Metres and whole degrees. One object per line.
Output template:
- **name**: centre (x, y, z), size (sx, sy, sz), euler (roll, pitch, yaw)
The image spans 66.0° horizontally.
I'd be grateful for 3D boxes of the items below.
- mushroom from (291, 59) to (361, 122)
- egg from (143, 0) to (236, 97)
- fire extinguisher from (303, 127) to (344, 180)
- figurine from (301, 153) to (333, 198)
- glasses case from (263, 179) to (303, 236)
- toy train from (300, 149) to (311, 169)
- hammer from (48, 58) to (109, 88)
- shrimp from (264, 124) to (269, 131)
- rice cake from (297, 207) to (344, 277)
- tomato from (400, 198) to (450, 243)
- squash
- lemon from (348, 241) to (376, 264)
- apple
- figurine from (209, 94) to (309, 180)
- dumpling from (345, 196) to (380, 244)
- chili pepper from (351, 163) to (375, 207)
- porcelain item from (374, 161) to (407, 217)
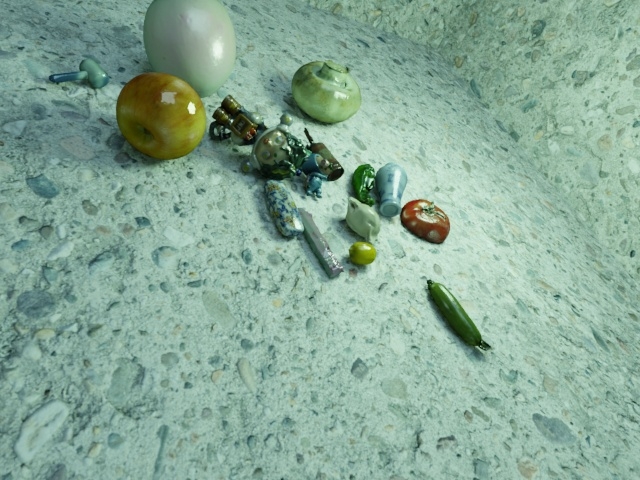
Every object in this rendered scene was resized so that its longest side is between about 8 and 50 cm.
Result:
- **mushroom**: centre (0.032, -0.701, 2.288), size (0.352, 0.260, 0.352), euler (15, 38, -12)
- **egg**: centre (-0.495, -0.719, 1.909), size (0.355, 0.354, 0.339), euler (0, 66, -34)
- **fire extinguisher**: centre (0.007, -0.367, 2.034), size (0.075, 0.106, 0.252), euler (-21, 61, -23)
- **figurine**: centre (-0.004, -0.252, 1.878), size (0.114, 0.145, 0.178), euler (24, 62, -45)
- **glasses case**: centre (-0.131, -0.115, 1.705), size (0.087, 0.065, 0.248), euler (-2, 50, -32)
- **toy train**: centre (-0.104, -0.349, 1.975), size (0.171, 0.071, 0.111), euler (25, 32, -9)
- **hammer**: centre (-0.853, -0.578, 1.727), size (0.116, 0.069, 0.194), euler (46, 45, 16)
- **shrimp**: centre (-0.266, -0.448, 1.927), size (0.188, 0.132, 0.051), euler (24, 55, 11)
- **rice cake**: centre (-0.002, 0.001, 1.678), size (0.081, 0.051, 0.290), euler (-5, 51, -36)
- **tomato**: centre (0.445, -0.097, 2.046), size (0.228, 0.101, 0.228), euler (16, 41, -14)
- **squash**: centre (0.466, 0.251, 1.703), size (0.080, 0.071, 0.318), euler (-11, 55, -42)
- **lemon**: centre (0.142, 0.045, 1.704), size (0.111, 0.082, 0.082), euler (6, 45, -28)
- **apple**: centre (-0.516, -0.398, 1.598), size (0.286, 0.286, 0.233), euler (33, 45, 2)
- **figurine**: centre (-0.215, -0.373, 1.802), size (0.382, 0.261, 0.186), euler (40, 16, -5)
- **dumpling**: centre (0.161, -0.073, 1.826), size (0.136, 0.118, 0.199), euler (11, 56, -69)
- **chili pepper**: centre (0.178, -0.231, 2.028), size (0.099, 0.083, 0.253), euler (27, 41, -21)
- **porcelain item**: centre (0.292, -0.219, 2.048), size (0.141, 0.141, 0.259), euler (21, 48, -14)
